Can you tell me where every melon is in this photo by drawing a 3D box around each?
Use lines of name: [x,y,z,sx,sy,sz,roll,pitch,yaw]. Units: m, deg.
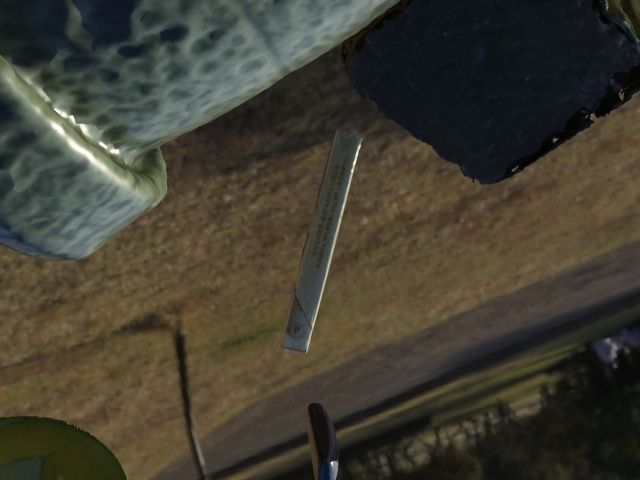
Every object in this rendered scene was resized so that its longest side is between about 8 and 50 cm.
melon: [-0.284,0.254,1.060,0.118,0.209,0.064,-36,142,-40]

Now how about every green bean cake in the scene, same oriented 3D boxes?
green bean cake: [0.127,-0.150,0.730,0.181,0.094,0.173,34,125,-29]

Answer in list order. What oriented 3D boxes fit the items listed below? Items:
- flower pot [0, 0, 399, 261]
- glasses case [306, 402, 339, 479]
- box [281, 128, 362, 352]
flower pot: [-0.140,-0.145,0.442,0.283,0.299,0.299,-35,163,3]
glasses case: [0.003,0.174,0.865,0.023,0.083,0.033,0,121,-9]
box: [0.000,0.000,0.786,0.024,0.166,0.090,15,180,-1]
